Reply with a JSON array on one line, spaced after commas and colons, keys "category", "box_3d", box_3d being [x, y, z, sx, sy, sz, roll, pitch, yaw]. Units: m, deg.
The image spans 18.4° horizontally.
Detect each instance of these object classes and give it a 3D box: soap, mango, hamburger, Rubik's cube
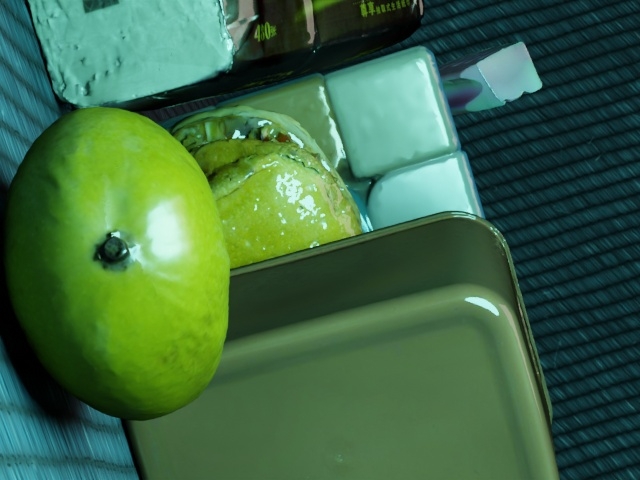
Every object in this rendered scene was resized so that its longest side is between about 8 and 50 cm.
[{"category": "soap", "box_3d": [0.180, -0.177, 2.153, 0.149, 0.100, 0.056, -3, -69, 66]}, {"category": "mango", "box_3d": [-0.126, 0.023, 1.289, 0.331, 0.142, 0.195, 78, 1, -78]}, {"category": "hamburger", "box_3d": [-0.072, 0.002, 1.831, 0.163, 0.244, 0.244, -106, 180, -72]}, {"category": "Rubik's cube", "box_3d": [0.000, 0.000, 2.128, 0.347, 0.347, 0.344, -89, 163, -86]}]

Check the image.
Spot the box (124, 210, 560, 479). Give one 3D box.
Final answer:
[{"category": "box", "box_3d": [0.020, 0.142, 1.643, 0.229, 0.339, 0.239, -87, 161, -77]}]

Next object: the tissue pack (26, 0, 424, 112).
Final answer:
[{"category": "tissue pack", "box_3d": [-0.083, -0.232, 1.769, 0.370, 0.210, 0.198, -24, 106, -58]}]
